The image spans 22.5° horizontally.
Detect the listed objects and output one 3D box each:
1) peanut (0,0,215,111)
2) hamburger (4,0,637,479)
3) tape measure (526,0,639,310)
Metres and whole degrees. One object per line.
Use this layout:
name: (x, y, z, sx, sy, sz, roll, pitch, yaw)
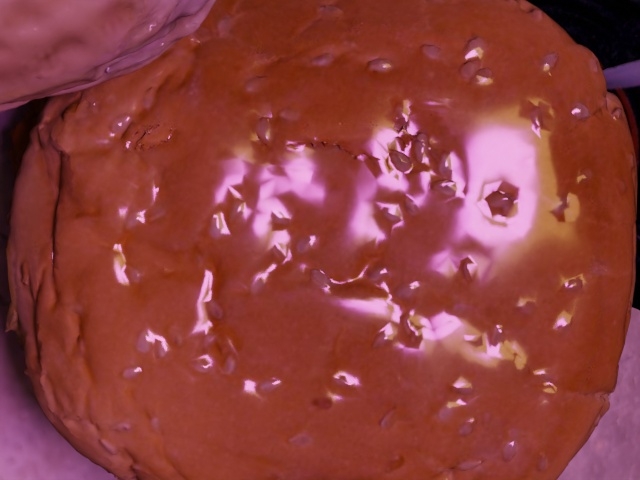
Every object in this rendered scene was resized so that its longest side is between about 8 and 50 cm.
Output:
peanut: (-0.170, -0.077, 0.621, 0.290, 0.130, 0.130, -27, 107, 2)
hamburger: (0.001, 0.001, 0.727, 0.283, 0.144, 0.259, -1, 100, 1)
tape measure: (0.139, -0.057, 0.843, 0.107, 0.182, 0.181, -16, 114, -51)
